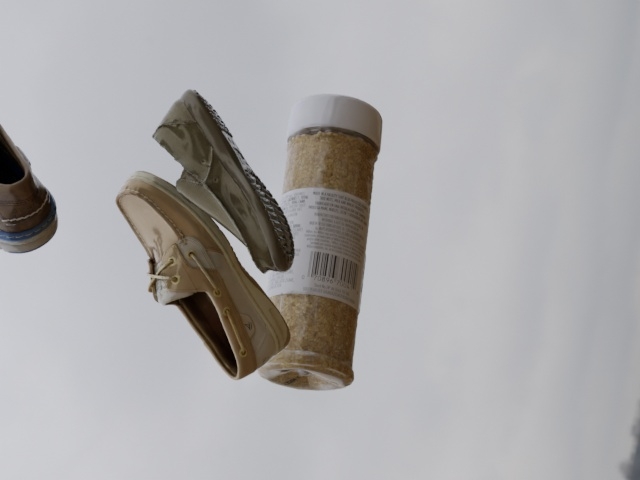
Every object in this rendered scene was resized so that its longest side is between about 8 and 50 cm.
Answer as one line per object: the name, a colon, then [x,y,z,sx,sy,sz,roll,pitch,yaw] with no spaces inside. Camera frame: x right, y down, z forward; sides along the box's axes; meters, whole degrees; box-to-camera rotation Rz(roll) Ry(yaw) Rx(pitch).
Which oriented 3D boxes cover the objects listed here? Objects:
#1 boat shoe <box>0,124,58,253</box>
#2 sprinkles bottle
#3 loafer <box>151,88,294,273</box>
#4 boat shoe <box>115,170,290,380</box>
boat shoe: [-0.240,-0.068,0.785,0.066,0.183,0.066,-43,-25,-32]
sprinkles bottle: [0.000,0.000,1.473,0.121,0.121,0.355,61,-146,-64]
loafer: [-0.067,-0.034,0.828,0.148,0.050,0.056,59,-171,19]
boat shoe: [-0.093,0.027,0.860,0.059,0.170,0.063,-44,7,-34]
